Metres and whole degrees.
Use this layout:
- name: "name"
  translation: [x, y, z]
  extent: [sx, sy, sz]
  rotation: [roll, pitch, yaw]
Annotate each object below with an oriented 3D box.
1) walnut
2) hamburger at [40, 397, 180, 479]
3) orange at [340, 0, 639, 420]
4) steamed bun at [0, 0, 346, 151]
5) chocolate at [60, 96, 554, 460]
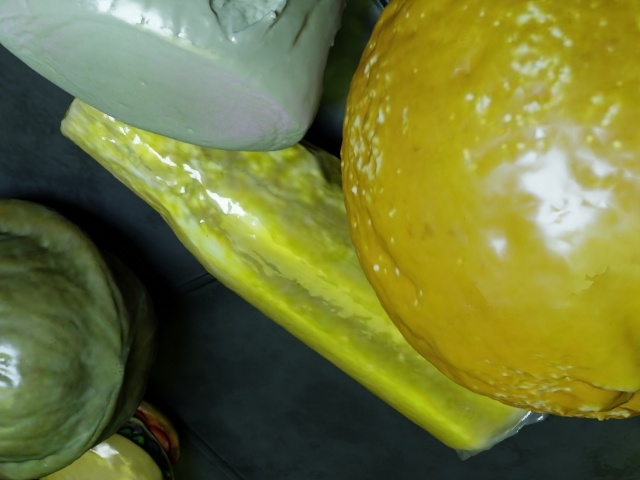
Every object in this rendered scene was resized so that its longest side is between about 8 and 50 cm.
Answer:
- name: "walnut"
  translation: [-0.293, 0.089, 0.868]
  extent: [0.283, 0.227, 0.282]
  rotation: [-2, 86, 25]
- name: "hamburger"
  translation: [-0.238, 0.243, 1.047]
  extent: [0.162, 0.115, 0.162]
  rotation: [7, 127, 10]
- name: "orange"
  translation: [0.178, -0.036, 0.570]
  extent: [0.341, 0.293, 0.340]
  rotation: [2, 153, 1]
- name: "steamed bun"
  translation: [-0.098, -0.167, 0.622]
  extent: [0.239, 0.169, 0.152]
  rotation: [21, 166, -8]
- name: "chocolate"
  translation: [0.000, 0.000, 0.760]
  extent: [0.445, 0.162, 0.162]
  rotation: [36, 128, -15]
